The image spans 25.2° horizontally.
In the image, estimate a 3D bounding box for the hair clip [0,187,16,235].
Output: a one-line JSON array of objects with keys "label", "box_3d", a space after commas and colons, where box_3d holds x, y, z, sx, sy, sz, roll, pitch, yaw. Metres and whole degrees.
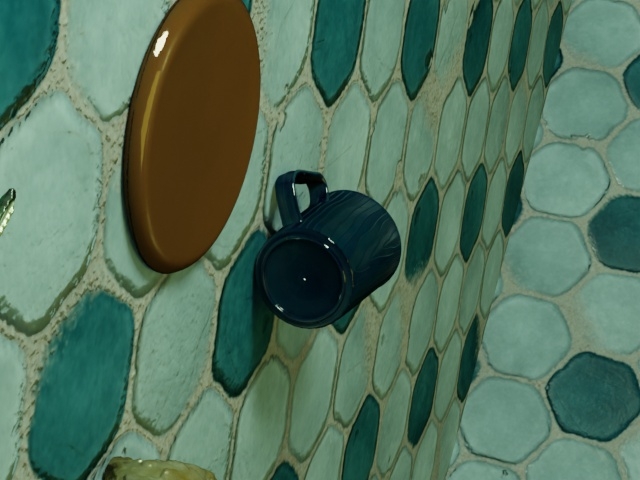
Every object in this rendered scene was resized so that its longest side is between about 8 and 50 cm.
[{"label": "hair clip", "box_3d": [-0.225, 0.036, 0.856, 0.049, 0.049, 0.173, 74, 26, -56]}]

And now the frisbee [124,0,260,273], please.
[{"label": "frisbee", "box_3d": [-0.102, -0.093, 1.206, 0.251, 0.021, 0.251, 13, 90, -73]}]

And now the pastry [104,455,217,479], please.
[{"label": "pastry", "box_3d": [-0.138, 0.279, 1.190, 0.182, 0.093, 0.192, 56, 43, -64]}]

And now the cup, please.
[{"label": "cup", "box_3d": [-0.005, 0.008, 1.472, 0.113, 0.150, 0.138, -48, 175, 26]}]
